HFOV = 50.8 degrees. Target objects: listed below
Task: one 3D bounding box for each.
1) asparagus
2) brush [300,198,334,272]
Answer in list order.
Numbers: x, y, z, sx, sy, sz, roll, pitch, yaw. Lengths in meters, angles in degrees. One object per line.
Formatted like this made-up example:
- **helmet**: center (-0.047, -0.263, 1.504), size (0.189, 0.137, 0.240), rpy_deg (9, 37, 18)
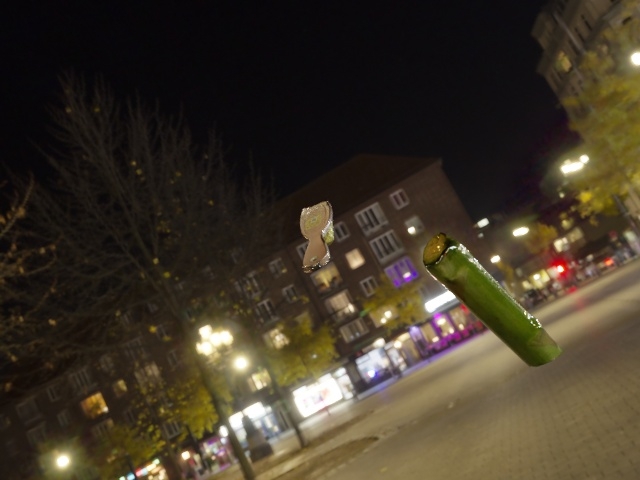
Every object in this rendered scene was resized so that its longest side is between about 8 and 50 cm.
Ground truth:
- **asparagus**: center (0.242, 0.095, 0.932), size (0.060, 0.277, 0.067), rpy_deg (-54, 19, -16)
- **brush**: center (0.002, 0.000, 1.334), size (0.072, 0.067, 0.313), rpy_deg (-28, 20, 11)
